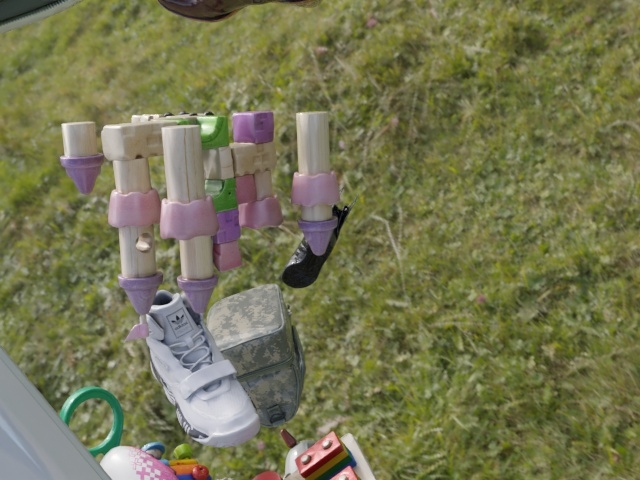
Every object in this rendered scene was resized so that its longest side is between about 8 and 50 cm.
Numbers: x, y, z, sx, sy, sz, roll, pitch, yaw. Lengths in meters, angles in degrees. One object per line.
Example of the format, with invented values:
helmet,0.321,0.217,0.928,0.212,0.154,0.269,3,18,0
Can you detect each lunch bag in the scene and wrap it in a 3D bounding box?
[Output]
lunch bag,-0.148,0.284,1.867,0.212,0.256,0.305,-17,21,-1

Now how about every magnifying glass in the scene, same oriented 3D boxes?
magnifying glass,-0.312,0.320,1.074,0.026,0.092,0.231,-3,99,45

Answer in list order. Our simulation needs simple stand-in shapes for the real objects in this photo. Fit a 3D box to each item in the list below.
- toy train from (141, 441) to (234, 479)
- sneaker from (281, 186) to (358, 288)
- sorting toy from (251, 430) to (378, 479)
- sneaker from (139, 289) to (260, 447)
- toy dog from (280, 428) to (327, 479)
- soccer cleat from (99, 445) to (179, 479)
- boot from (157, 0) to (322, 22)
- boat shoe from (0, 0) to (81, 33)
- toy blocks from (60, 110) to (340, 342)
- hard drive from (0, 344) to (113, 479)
toy train,-0.317,0.563,1.872,0.143,0.248,0.105,54,130,48
sneaker,-0.002,-0.001,1.147,0.170,0.051,0.089,-52,13,47
sorting toy,-0.023,0.470,1.320,0.255,0.089,0.257,-36,28,-1
sneaker,-0.247,0.232,1.463,0.137,0.210,0.366,-25,35,-25
toy dog,-0.074,0.574,1.791,0.220,0.161,0.333,-49,5,23
soccer cleat,-0.204,0.391,0.927,0.331,0.143,0.116,47,111,26
boot,-0.120,-0.343,0.940,0.248,0.207,0.090,3,89,11
boat shoe,-0.239,-0.210,0.519,0.319,0.116,0.099,-38,-3,-14
toy blocks,-0.164,-0.032,1.002,0.309,0.288,0.260,8,107,40
hard drive,-0.272,0.127,0.492,0.203,0.307,0.040,-20,26,18
